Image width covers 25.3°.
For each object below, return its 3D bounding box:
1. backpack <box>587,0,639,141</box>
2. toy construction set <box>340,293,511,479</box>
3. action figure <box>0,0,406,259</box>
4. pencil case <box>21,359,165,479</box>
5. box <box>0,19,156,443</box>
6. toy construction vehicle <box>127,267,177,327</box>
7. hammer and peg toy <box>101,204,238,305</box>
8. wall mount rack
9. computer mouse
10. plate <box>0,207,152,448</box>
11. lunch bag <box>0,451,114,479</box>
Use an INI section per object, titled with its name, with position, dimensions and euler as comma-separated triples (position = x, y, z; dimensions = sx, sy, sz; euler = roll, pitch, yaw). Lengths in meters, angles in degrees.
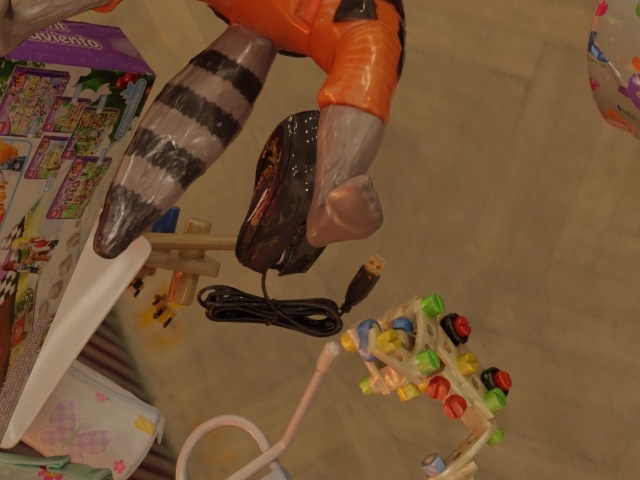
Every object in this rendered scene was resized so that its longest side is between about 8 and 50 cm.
[backpack]
position = 0.294, -0.148, 0.895
dimensions = 0.253, 0.225, 0.191
euler = -42, 60, -2
[toy construction set]
position = 0.159, 0.213, 1.961
dimensions = 0.151, 0.215, 0.328
euler = -13, 114, 26
[action figure]
position = -0.060, -0.161, 0.723
dimensions = 0.341, 0.178, 0.330
euler = 22, 42, 6
[pencil case]
position = -0.315, 0.175, 1.651
dimensions = 0.273, 0.113, 0.124
euler = 38, 96, -10
[box]
position = -0.238, 0.003, 0.818
dimensions = 0.057, 0.201, 0.293
euler = 50, 124, 37
[toy construction vehicle]
position = -0.241, 0.078, 2.070
dimensions = 0.086, 0.098, 0.035
euler = 42, 97, -7
[hammer and peg toy]
position = -0.271, 0.010, 1.996
dimensions = 0.361, 0.266, 0.127
euler = 27, 105, 63
[wall mount rack]
position = -0.029, 0.274, 1.304
dimensions = 0.304, 0.130, 0.350
euler = -38, 60, 13
[computer mouse]
position = 0.000, 0.000, 1.469
dimensions = 0.262, 0.184, 0.060
euler = -64, 28, 24
[plate]
position = -0.364, 0.040, 1.515
dimensions = 0.278, 0.277, 0.045
euler = -56, 26, -7
[lunch bag]
position = -0.267, 0.273, 1.006
dimensions = 0.223, 0.160, 0.262
euler = 6, 77, 12
